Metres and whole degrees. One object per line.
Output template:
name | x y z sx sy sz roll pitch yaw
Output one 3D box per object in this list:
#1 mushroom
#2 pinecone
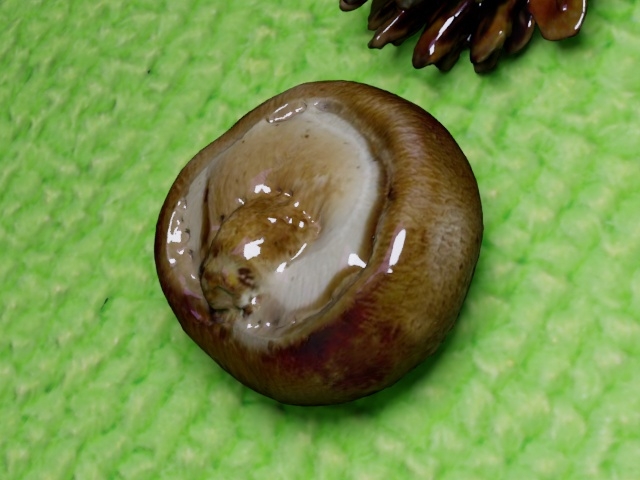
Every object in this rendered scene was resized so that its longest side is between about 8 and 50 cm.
mushroom | 0.000 0.000 1.133 0.253 0.153 0.253 -13 59 23
pinecone | 0.103 -0.233 1.192 0.229 0.201 0.202 -50 18 31
